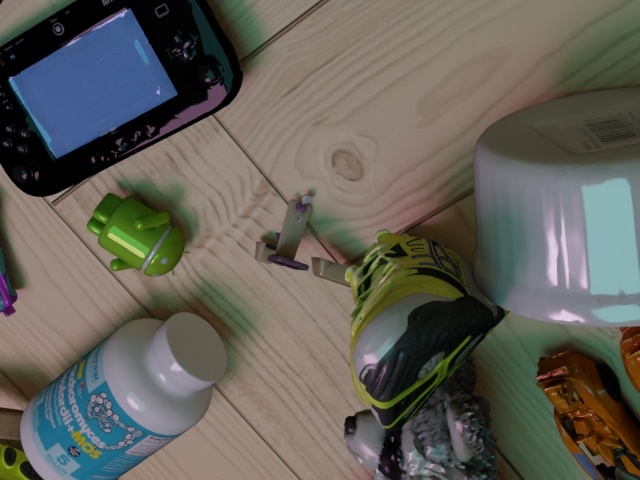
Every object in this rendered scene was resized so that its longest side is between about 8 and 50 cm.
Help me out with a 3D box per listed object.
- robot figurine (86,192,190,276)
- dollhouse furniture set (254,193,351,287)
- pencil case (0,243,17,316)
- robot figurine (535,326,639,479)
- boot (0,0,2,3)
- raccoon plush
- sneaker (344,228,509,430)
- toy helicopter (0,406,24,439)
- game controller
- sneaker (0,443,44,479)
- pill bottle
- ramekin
[{"bbox_3d":[-0.204,-0.004,1.284,0.115,0.067,0.101,33,133,-5],"label":"robot figurine"},{"bbox_3d":[0.000,0.000,1.262,0.114,0.091,0.081,19,83,-21],"label":"dollhouse furniture set"},{"bbox_3d":[-0.408,0.017,1.358,0.070,0.064,0.151,12,124,29],"label":"pencil case"},{"bbox_3d":[0.371,0.223,1.239,0.211,0.085,0.291,-29,108,30],"label":"robot figurine"},{"bbox_3d":[-0.395,-0.313,1.152,0.176,0.088,0.244,39,116,-6],"label":"boot"},{"bbox_3d":[0.213,0.303,1.324,0.446,0.216,0.299,16,113,-28],"label":"raccoon plush"},{"bbox_3d":[0.076,0.071,1.073,0.147,0.385,0.145,43,98,9],"label":"sneaker"},{"bbox_3d":[-0.537,0.217,1.452,0.355,0.235,0.140,8,81,1],"label":"toy helicopter"},{"bbox_3d":[-0.236,-0.166,1.199,0.319,0.067,0.166,-23,111,26],"label":"game controller"},{"bbox_3d":[-0.364,0.364,1.542,0.296,0.109,0.123,27,145,-1],"label":"sneaker"},{"bbox_3d":[-0.230,0.188,1.359,0.146,0.146,0.264,45,121,-12],"label":"pill bottle"},{"bbox_3d":[0.266,-0.042,1.008,0.277,0.277,0.135,-3,112,18],"label":"ramekin"}]
